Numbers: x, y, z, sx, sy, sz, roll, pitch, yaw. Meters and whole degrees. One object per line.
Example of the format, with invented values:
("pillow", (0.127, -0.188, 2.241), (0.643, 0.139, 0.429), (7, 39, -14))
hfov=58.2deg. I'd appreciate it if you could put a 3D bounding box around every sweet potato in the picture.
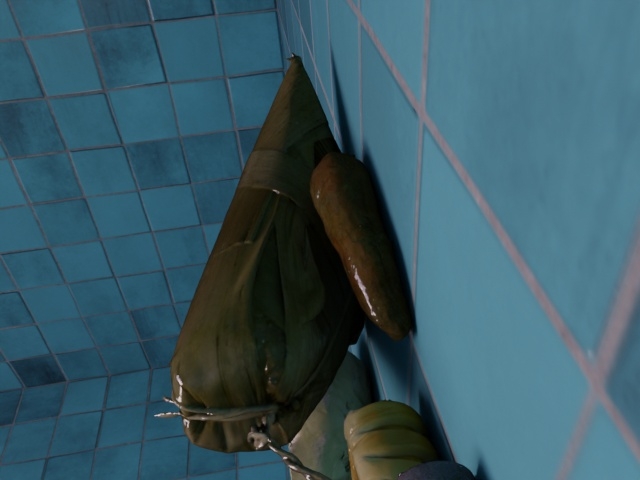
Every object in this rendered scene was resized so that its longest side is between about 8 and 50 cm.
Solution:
("sweet potato", (0.043, -0.010, 0.640), (0.075, 0.075, 0.273), (86, 170, -46))

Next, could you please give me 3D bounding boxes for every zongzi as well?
("zongzi", (-0.082, -0.014, 0.709), (0.500, 0.218, 0.467), (-43, -55, -74))

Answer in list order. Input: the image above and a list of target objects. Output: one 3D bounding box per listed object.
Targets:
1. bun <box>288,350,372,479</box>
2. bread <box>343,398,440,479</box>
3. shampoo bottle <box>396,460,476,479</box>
("bun", (0.024, 0.309, 1.001), (0.287, 0.146, 0.288), (5, -90, -87))
("bread", (0.073, 0.232, 0.527), (0.177, 0.084, 0.119), (-105, 9, -60))
("shampoo bottle", (0.097, 0.239, 0.341), (0.214, 0.072, 0.072), (-104, 7, -56))
